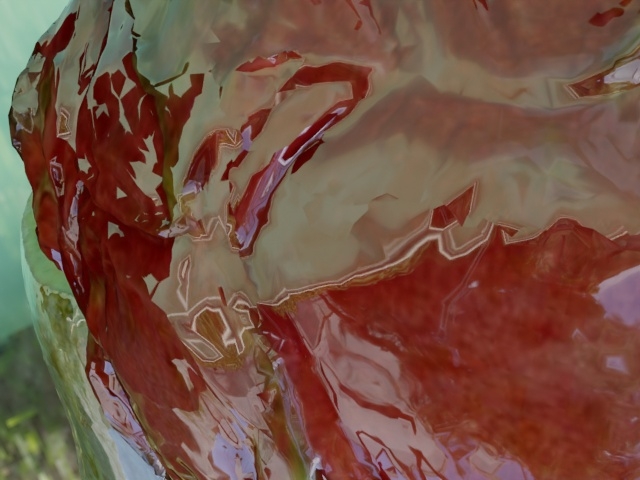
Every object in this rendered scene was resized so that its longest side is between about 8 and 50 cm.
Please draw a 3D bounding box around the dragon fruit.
[{"bbox_3d":[0.076,-0.008,0.489,0.342,0.277,0.277,18,-172,11],"label":"dragon fruit"}]

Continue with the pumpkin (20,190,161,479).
[{"bbox_3d":[0.000,0.000,0.878,0.332,0.199,0.332,-11,-146,7],"label":"pumpkin"}]
